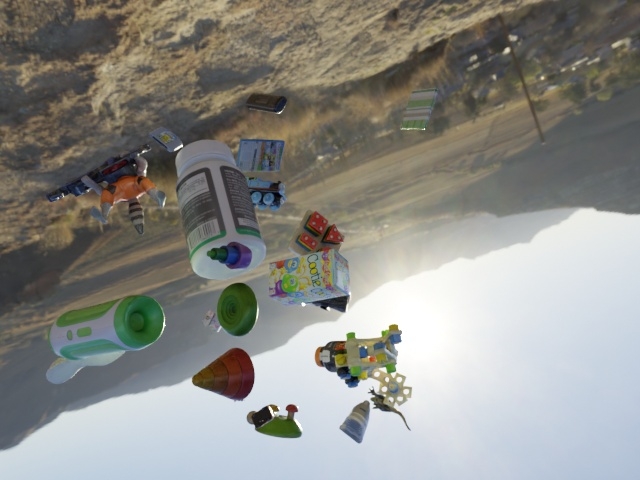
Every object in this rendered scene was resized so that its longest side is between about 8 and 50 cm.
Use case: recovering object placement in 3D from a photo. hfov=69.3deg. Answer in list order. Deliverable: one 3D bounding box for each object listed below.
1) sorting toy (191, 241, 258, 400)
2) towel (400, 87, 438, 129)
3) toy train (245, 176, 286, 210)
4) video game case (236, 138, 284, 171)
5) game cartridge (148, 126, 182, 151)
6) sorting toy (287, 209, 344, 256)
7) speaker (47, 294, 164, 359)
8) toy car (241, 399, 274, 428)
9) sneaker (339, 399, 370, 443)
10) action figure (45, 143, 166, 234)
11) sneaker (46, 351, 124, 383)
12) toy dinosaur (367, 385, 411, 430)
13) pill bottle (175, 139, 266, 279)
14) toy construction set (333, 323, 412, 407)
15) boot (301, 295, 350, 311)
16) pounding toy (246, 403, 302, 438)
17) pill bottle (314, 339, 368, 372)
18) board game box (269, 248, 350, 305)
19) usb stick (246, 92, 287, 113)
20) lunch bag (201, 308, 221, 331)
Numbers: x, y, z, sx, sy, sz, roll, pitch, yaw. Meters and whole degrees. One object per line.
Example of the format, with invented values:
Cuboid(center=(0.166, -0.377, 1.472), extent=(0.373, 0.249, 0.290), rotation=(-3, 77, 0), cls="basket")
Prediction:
Cuboid(center=(-0.228, 0.182, 1.044), extent=(0.127, 0.366, 0.126), rotation=(-2, 174, 38), cls="sorting toy")
Cuboid(center=(0.354, -0.468, 1.656), extent=(0.023, 0.152, 0.113), rotation=(21, 175, -42), cls="towel")
Cuboid(center=(-0.206, -0.168, 1.642), extent=(0.184, 0.105, 0.080), rotation=(6, 159, 25), cls="toy train")
Cuboid(center=(-0.213, -0.300, 1.637), extent=(0.166, 0.015, 0.119), rotation=(-5, 126, -32), cls="video game case")
Cuboid(center=(-0.436, -0.288, 1.310), extent=(0.056, 0.083, 0.017), rotation=(-49, 176, -47), cls="game cartridge")
Cuboid(center=(0.000, 0.000, 2.396), extent=(0.089, 0.255, 0.257), rotation=(-28, -149, 54), cls="sorting toy")
Cuboid(center=(-0.505, 0.206, 1.082), extent=(0.296, 0.131, 0.131), rotation=(-15, 177, 31), cls="speaker")
Cuboid(center=(-0.154, 0.391, 1.104), extent=(0.060, 0.122, 0.040), rotation=(-55, 149, 9), cls="toy car")
Cuboid(center=(0.155, 0.720, 1.842), extent=(0.115, 0.105, 0.281), rotation=(-48, 165, -31), cls="sneaker")
Cuboid(center=(-0.646, -0.143, 1.437), extent=(0.341, 0.179, 0.330), rotation=(-29, -142, -10), cls="action figure")
Cuboid(center=(-0.653, 0.313, 1.297), extent=(0.212, 0.080, 0.094), rotation=(-22, -156, -15), cls="sneaker")
Cuboid(center=(0.237, 0.611, 1.727), extent=(0.064, 0.118, 0.268), rotation=(-56, -163, -6), cls="toy dinosaur")
Cuboid(center=(-0.290, -0.092, 1.298), extent=(0.204, 0.361, 0.204), rotation=(-15, 153, -8), cls="pill bottle")
Cuboid(center=(0.158, 0.364, 1.352), extent=(0.215, 0.151, 0.328), rotation=(-14, 133, 10), cls="toy construction set")
Cuboid(center=(0.019, 0.275, 2.300), extent=(0.260, 0.131, 0.348), rotation=(4, -176, 2), cls="boot")
Cuboid(center=(-0.166, 0.676, 1.784), extent=(0.183, 0.110, 0.237), rotation=(16, 166, -30), cls="pounding toy")
Cuboid(center=(0.096, 0.471, 1.877), extent=(0.245, 0.130, 0.130), rotation=(-10, 180, 33), cls="pill bottle")
Cuboid(center=(-0.042, 0.146, 1.765), extent=(0.275, 0.142, 0.144), rotation=(-14, 153, 22), cls="board game box")
Cuboid(center=(-0.219, -0.551, 1.853), extent=(0.077, 0.045, 0.278), rotation=(-55, -143, -5), cls="usb stick")
Cuboid(center=(-0.461, 0.345, 1.993), extent=(0.071, 0.083, 0.053), rotation=(-61, 176, -12), cls="lunch bag")
